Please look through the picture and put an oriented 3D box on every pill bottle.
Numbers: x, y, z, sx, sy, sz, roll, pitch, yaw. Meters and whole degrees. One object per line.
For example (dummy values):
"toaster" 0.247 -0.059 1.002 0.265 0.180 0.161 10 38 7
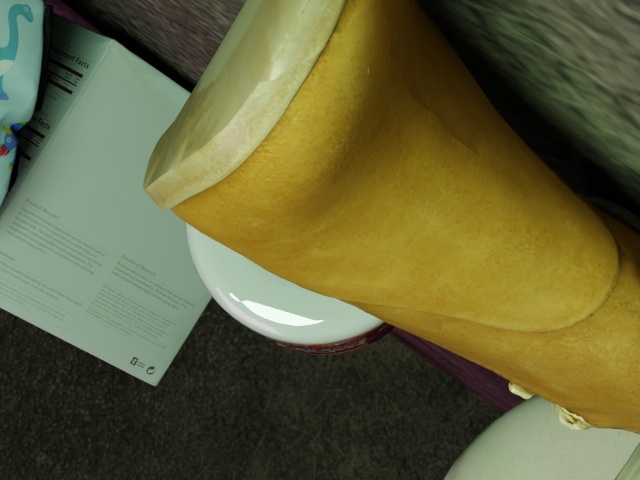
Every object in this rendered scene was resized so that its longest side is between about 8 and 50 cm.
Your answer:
"pill bottle" 0.000 0.000 0.767 0.121 0.121 0.221 35 176 6

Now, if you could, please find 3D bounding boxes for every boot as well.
"boot" 0.058 -0.006 0.454 0.211 0.104 0.295 31 178 -5

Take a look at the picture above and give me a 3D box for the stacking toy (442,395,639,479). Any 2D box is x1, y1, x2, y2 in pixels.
"stacking toy" 0.321 0.296 0.986 0.480 0.350 0.350 14 -171 -34

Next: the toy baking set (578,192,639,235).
"toy baking set" 0.160 0.047 0.656 0.197 0.030 0.256 35 176 7

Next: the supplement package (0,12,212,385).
"supplement package" -0.173 -0.035 1.092 0.194 0.203 0.149 34 177 -39

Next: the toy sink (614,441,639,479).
"toy sink" 0.156 0.076 0.305 0.153 0.131 0.234 36 176 -11

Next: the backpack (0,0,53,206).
"backpack" -0.321 -0.115 0.968 0.355 0.290 0.273 24 -175 38
